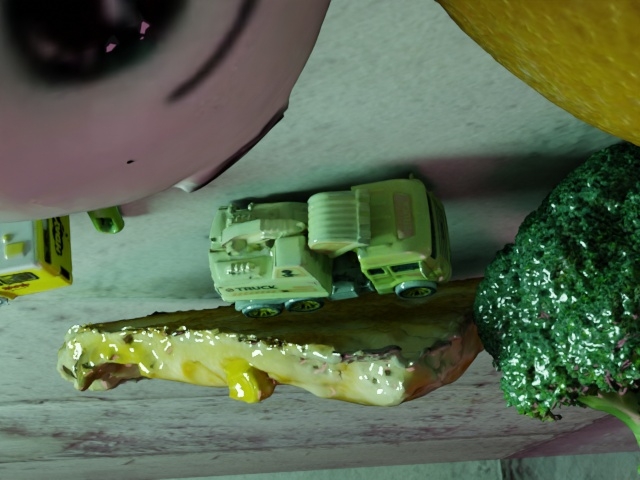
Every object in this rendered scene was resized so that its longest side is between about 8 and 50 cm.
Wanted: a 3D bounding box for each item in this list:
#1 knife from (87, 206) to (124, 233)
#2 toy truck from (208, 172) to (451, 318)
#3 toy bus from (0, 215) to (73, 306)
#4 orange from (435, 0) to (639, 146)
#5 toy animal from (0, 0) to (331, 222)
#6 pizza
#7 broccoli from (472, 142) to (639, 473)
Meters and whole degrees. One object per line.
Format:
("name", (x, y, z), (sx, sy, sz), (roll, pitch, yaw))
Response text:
("knife", (-0.176, -0.040, 0.981), (0.054, 0.015, 0.212), (-5, 163, 0))
("toy truck", (0.000, 0.000, 1.057), (0.191, 0.085, 0.116), (-8, 160, 13))
("toy bus", (-0.301, 0.018, 1.014), (0.226, 0.081, 0.074), (-9, 161, 9))
("orange", (0.131, -0.137, 0.364), (0.264, 0.264, 0.264), (-5, 163, -2))
("toy animal", (-0.125, -0.112, 0.395), (0.266, 0.213, 0.212), (4, 164, 8))
("pizza", (0.024, 0.086, 1.234), (0.391, 0.080, 0.435), (-10, -173, -44))
("broccoli", (0.260, 0.068, 1.043), (0.297, 0.297, 0.297), (-17, -167, 4))
